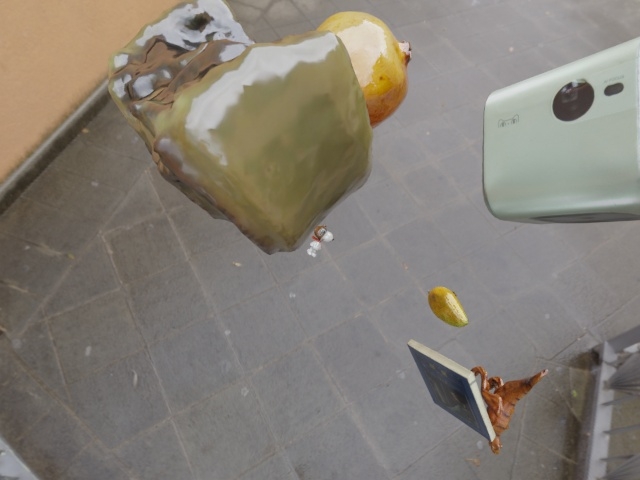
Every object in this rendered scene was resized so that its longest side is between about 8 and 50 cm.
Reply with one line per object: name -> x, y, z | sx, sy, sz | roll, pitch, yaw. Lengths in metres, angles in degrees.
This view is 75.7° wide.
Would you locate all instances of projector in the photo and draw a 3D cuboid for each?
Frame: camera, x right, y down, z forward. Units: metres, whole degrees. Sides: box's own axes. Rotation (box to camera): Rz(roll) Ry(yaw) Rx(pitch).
projector -> 0.457, -0.159, 0.706 | 0.248, 0.249, 0.249 | 3, 87, -33

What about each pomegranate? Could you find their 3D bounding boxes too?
pomegranate -> 0.082, -0.383, 0.945 | 0.264, 0.264, 0.265 | 4, 57, -6

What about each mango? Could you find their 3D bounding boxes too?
mango -> 0.432, 0.228, 1.414 | 0.066, 0.101, 0.187 | 9, 32, -38

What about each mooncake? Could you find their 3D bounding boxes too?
mooncake -> -0.120, -0.172, 0.554 | 0.246, 0.394, 0.393 | -42, 94, -7

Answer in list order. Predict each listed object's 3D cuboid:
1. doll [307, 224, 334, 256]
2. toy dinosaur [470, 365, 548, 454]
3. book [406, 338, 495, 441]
doll -> -0.006, -0.001, 1.067 | 0.085, 0.058, 0.040 | -38, 28, 14
toy dinosaur -> 0.559, 0.480, 1.288 | 0.097, 0.433, 0.208 | -3, 32, -6
book -> 0.333, 0.381, 1.051 | 0.025, 0.269, 0.190 | -40, 32, -21
